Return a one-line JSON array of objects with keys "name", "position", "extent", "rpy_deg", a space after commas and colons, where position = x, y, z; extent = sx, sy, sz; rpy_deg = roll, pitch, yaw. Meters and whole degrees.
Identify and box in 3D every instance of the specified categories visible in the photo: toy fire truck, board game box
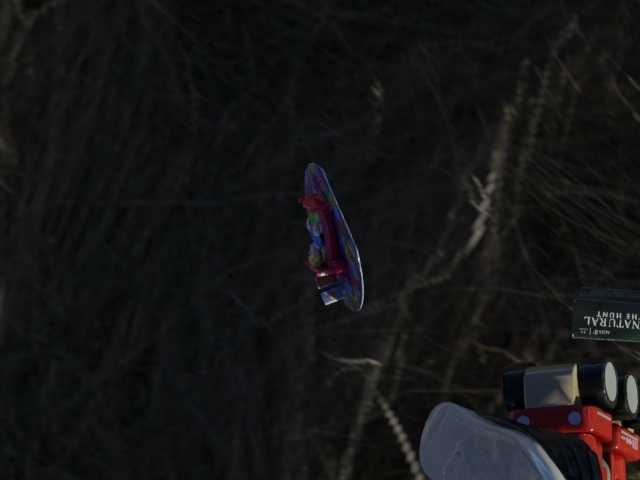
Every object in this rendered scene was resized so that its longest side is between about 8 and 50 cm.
[{"name": "toy fire truck", "position": [0.270, 0.267, 1.951], "extent": [0.158, 0.217, 0.246], "rpy_deg": [-7, 73, 25]}, {"name": "board game box", "position": [0.256, 0.052, 1.127], "extent": [0.186, 0.126, 0.026], "rpy_deg": [4, 93, 11]}, {"name": "board game box", "position": [0.000, 0.000, 1.911], "extent": [0.033, 0.133, 0.168], "rpy_deg": [-18, 67, -13]}]

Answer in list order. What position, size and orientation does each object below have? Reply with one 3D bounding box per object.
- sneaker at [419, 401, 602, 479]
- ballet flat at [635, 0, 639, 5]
[{"name": "sneaker", "position": [0.208, 0.224, 1.588], "extent": [0.147, 0.296, 0.104], "rpy_deg": [14, 97, -20]}, {"name": "ballet flat", "position": [0.160, -0.128, 0.627], "extent": [0.058, 0.250, 0.084], "rpy_deg": [-18, 92, -9]}]
